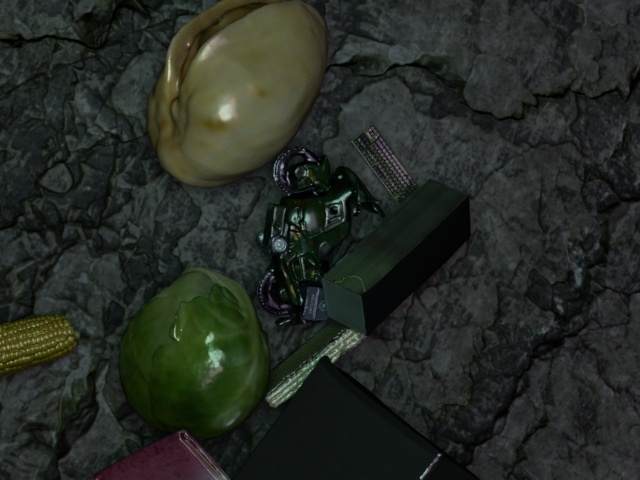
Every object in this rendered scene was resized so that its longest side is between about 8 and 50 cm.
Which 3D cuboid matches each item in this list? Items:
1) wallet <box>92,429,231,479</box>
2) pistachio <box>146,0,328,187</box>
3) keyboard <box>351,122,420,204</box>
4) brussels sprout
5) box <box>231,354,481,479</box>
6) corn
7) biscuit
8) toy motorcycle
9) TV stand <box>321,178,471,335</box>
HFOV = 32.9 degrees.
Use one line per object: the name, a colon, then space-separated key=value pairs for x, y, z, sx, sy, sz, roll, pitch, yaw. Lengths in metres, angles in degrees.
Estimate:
wallet: x=-0.234 y=0.354 z=1.581 sx=0.119 sy=0.232 sz=0.025 roll=50 pitch=40 yaw=-10
pistachio: x=-0.119 y=-0.218 z=1.576 sx=0.321 sy=0.229 sz=0.238 roll=-54 pitch=140 yaw=-12
keyboard: x=0.104 y=-0.122 z=1.731 sx=0.049 sy=0.015 sz=0.129 roll=-38 pitch=99 yaw=-9
brussels sprout: x=-0.179 y=0.167 z=1.575 sx=0.244 sy=0.244 sz=0.244 roll=0 pitch=92 yaw=-13
box: x=0.025 y=0.395 z=1.568 sx=0.345 sy=0.251 sz=0.204 roll=-53 pitch=144 yaw=-3
corn: x=-0.470 y=0.161 z=1.575 sx=0.238 sy=0.080 sz=0.080 roll=-13 pitch=95 yaw=-11
biscuit: x=-0.012 y=0.178 z=1.660 sx=0.199 sy=0.121 sz=0.040 roll=-38 pitch=100 yaw=-10
toy motorcycle: x=0.000 y=0.000 z=1.659 sx=0.187 sy=0.125 sz=0.274 roll=8 pitch=95 yaw=-19
TV stand: x=0.120 y=0.023 z=1.641 sx=0.269 sy=0.083 sz=0.088 roll=-41 pitch=141 yaw=-31
